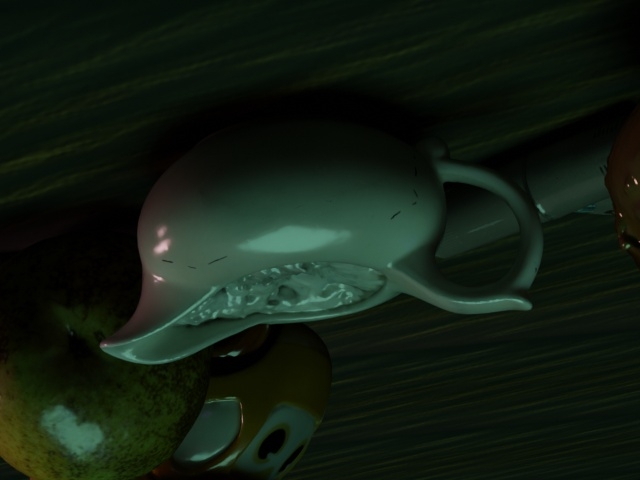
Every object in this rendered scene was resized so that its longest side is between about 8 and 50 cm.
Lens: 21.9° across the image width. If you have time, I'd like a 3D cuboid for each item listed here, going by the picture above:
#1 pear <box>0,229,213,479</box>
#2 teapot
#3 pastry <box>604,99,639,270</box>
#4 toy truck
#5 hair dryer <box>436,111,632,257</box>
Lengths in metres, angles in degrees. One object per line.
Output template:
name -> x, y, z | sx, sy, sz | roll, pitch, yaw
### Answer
pear -> -0.180, 0.085, 1.243 | 0.197, 0.197, 0.197 | -6, 161, -2
teapot -> 0.000, 0.000, 1.123 | 0.299, 0.166, 0.208 | -2, 151, 15
pastry -> 0.319, -0.061, 1.000 | 0.284, 0.184, 0.315 | -4, 165, 28
toy truck -> -0.131, 0.154, 1.421 | 0.288, 0.212, 0.204 | -7, 162, 11
hair dryer -> 0.212, -0.033, 1.268 | 0.195, 0.054, 0.220 | -22, 163, 38
